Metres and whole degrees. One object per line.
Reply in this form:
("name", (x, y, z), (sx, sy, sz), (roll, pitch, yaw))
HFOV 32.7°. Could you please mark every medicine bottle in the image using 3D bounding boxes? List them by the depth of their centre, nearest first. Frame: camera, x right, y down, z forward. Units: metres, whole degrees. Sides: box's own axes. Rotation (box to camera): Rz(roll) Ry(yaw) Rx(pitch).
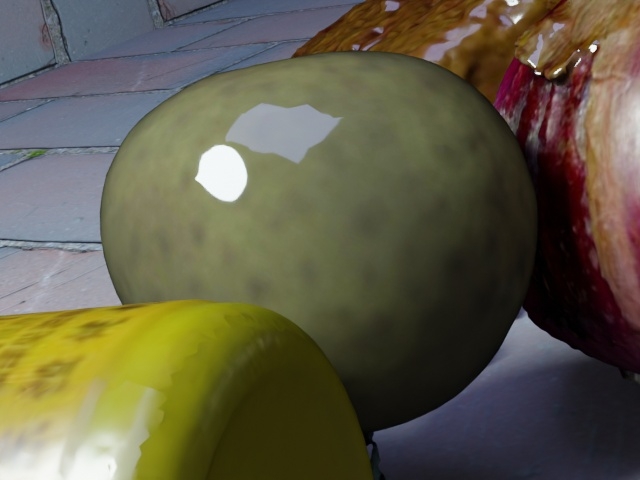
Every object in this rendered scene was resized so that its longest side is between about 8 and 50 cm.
("medicine bottle", (-0.183, 0.147, 0.448), (0.385, 0.224, 0.224), (-7, 20, 21))

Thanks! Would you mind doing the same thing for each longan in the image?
("longan", (0.000, 0.000, 0.550), (0.220, 0.196, 0.196), (1, 19, -6))

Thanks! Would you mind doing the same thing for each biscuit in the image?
("biscuit", (0.117, -0.165, 1.068), (0.343, 0.166, 0.395), (-34, 20, -1))

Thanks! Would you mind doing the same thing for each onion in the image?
("onion", (0.262, -0.103, 0.619), (0.348, 0.385, 0.348), (0, 8, 0))

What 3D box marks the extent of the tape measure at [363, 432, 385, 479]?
("tape measure", (-0.124, 0.105, 0.720), (0.215, 0.097, 0.351), (-18, 18, -15))
